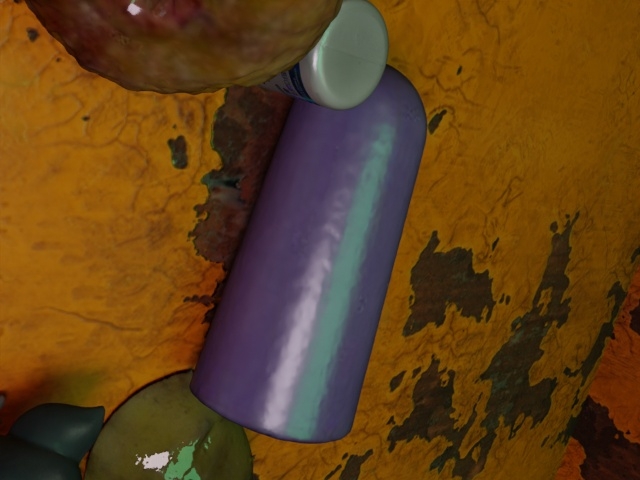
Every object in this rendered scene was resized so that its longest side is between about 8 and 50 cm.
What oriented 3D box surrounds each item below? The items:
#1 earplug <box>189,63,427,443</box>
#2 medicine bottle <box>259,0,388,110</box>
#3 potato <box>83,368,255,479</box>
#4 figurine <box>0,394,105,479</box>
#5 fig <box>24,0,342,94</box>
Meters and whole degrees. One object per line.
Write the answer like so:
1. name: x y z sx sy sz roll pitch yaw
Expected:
1. earplug: 0.000 0.000 0.835 0.215 0.215 0.455 10 99 -47
2. medicine bottle: -0.031 -0.205 0.692 0.107 0.191 0.107 -23 125 -36
3. potato: -0.185 0.328 0.885 0.239 0.116 0.299 -17 121 -33
4. figurine: -0.336 0.214 0.624 0.265 0.140 0.193 45 38 -42
5. fig: -0.097 -0.301 0.572 0.368 0.286 0.286 -79 155 -44
